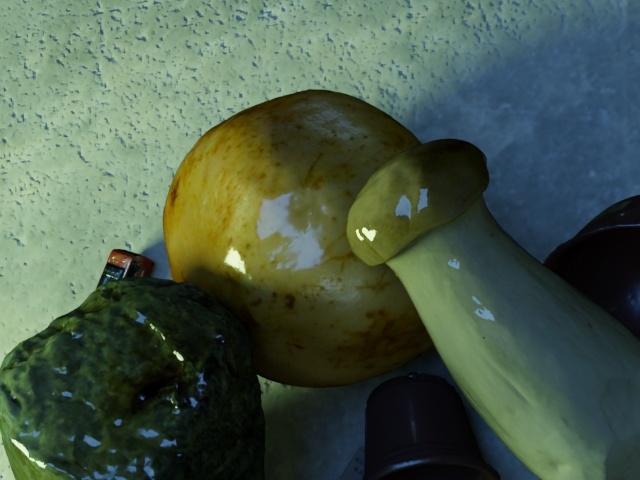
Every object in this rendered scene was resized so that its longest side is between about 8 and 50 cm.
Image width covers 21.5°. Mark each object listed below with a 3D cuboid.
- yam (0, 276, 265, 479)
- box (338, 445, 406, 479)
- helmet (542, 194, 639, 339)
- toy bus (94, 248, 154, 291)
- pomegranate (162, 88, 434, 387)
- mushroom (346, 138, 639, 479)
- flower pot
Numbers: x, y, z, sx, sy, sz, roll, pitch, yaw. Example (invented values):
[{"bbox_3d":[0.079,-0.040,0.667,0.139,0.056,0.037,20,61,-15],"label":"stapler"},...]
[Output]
[{"bbox_3d":[-0.135,0.170,1.260,0.195,0.300,0.195,0,52,0],"label":"yam"},{"bbox_3d":[0.028,0.210,1.337,0.046,0.012,0.083,30,86,27],"label":"box"},{"bbox_3d":[0.243,0.031,1.244,0.155,0.106,0.175,39,130,-3],"label":"helmet"},{"bbox_3d":[-0.182,0.060,1.459,0.031,0.043,0.110,17,82,27],"label":"toy bus"},{"bbox_3d":[0.000,0.000,1.301,0.248,0.248,0.248,-7,71,22],"label":"pomegranate"},{"bbox_3d":[0.155,0.080,1.175,0.128,0.128,0.350,-38,103,9],"label":"mushroom"},{"bbox_3d":[0.076,0.157,1.291,0.111,0.111,0.089,-21,52,17],"label":"flower pot"}]
